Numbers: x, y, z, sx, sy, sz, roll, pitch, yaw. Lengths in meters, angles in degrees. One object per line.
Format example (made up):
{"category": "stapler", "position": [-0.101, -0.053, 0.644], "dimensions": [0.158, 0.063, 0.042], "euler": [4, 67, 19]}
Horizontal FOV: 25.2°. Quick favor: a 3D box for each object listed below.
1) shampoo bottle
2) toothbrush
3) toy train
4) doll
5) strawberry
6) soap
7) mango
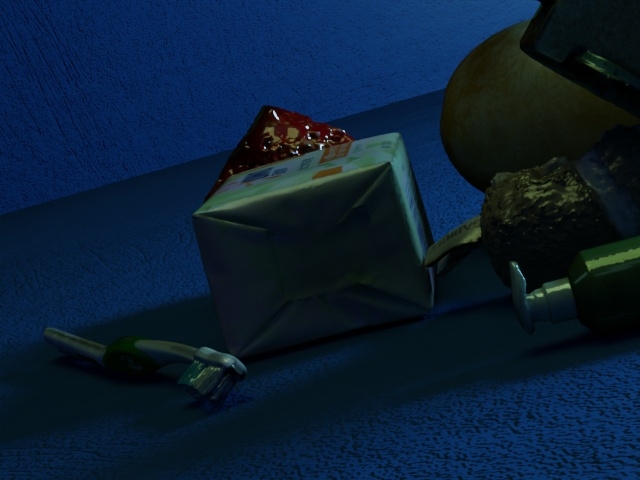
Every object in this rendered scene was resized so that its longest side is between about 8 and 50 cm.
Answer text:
{"category": "shampoo bottle", "position": [0.231, 0.021, 0.971], "dimensions": [0.204, 0.065, 0.065], "euler": [-15, 9, 4]}
{"category": "toothbrush", "position": [-0.163, 0.098, 1.239], "dimensions": [0.040, 0.042, 0.418], "euler": [-52, 23, -16]}
{"category": "toy train", "position": [0.298, -0.134, 1.092], "dimensions": [0.326, 0.129, 0.159], "euler": [27, 4, -2]}
{"category": "doll", "position": [0.184, -0.017, 1.118], "dimensions": [0.221, 0.115, 0.105], "euler": [-15, -25, 12]}
{"category": "strawberry", "position": [-0.015, -0.035, 1.442], "dimensions": [0.201, 0.184, 0.187], "euler": [21, 19, 21]}
{"category": "soap", "position": [0.000, 0.000, 1.252], "dimensions": [0.182, 0.138, 0.199], "euler": [-15, 10, 8]}
{"category": "mango", "position": [0.282, -0.121, 1.306], "dimensions": [0.384, 0.199, 0.221], "euler": [-8, 13, 35]}
